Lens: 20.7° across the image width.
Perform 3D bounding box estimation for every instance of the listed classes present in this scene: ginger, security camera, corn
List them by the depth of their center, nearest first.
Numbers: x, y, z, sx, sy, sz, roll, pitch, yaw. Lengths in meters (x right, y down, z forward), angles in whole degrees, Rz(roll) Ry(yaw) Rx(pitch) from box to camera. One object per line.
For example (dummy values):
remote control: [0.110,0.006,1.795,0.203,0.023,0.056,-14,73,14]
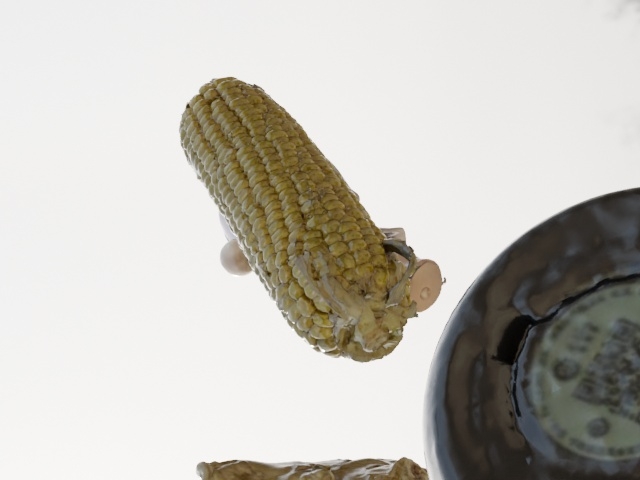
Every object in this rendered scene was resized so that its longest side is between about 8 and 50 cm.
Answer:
security camera: [0.176,0.118,0.794,0.197,0.191,0.277,-59,-39,-17]
corn: [-0.026,-0.026,1.319,0.106,0.106,0.293,39,-169,-51]
ginger: [0.002,0.255,1.574,0.270,0.219,0.123,24,-138,-49]

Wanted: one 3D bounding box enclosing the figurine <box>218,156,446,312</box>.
figurine: [0.000,-0.001,1.709,0.200,0.276,0.133,-8,-53,-42]
